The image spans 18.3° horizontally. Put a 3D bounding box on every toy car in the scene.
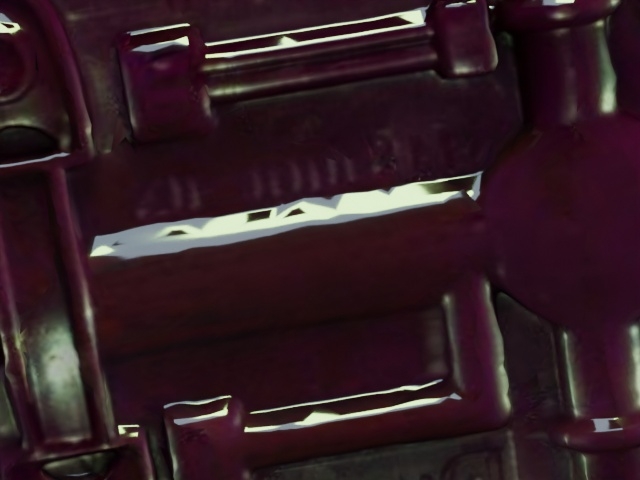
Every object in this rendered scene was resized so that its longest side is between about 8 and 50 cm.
[{"bbox_3d":[-0.010,-0.007,0.495,0.341,0.271,0.240,-8,8,-2],"label":"toy car"}]
